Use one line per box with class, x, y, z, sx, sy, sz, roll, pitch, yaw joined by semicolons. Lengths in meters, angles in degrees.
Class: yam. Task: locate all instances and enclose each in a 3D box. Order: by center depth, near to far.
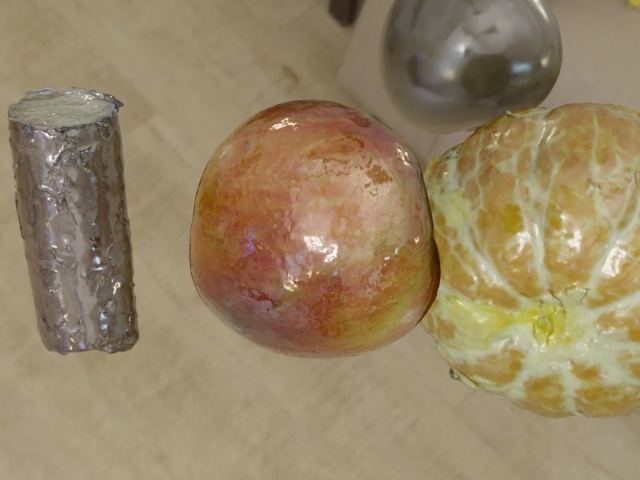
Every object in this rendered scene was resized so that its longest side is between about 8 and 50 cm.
yam;-0.260;-0.016;1.416;0.131;0.280;0.131;-3;17;1

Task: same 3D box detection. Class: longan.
longan;0.164;-0.220;1.521;0.196;0.220;0.196;22;61;-47

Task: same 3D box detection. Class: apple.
apple;0.000;0.000;0.918;0.173;0.195;0.160;13;63;19

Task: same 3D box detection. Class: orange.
orange;0.244;0.015;1.292;0.329;0.329;0.249;19;35;-2
